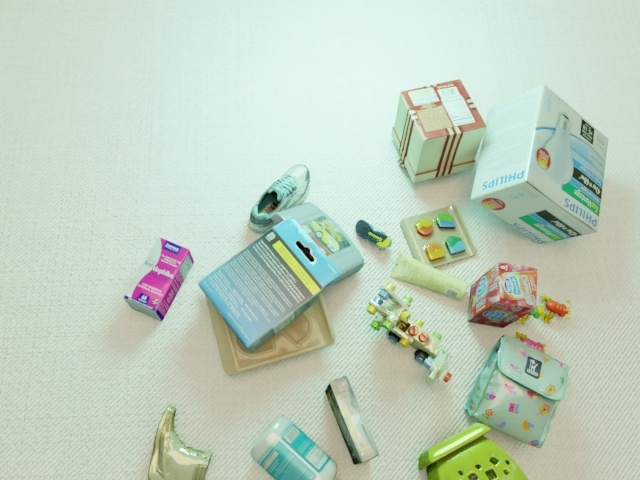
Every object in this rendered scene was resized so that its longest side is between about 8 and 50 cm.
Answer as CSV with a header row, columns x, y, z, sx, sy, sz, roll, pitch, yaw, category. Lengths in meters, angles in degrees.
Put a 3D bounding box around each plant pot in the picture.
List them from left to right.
x,y,z,sx,sy,sz,roll,pitch,yaw,category
0.403,0.642,1.680,0.228,0.227,0.207,-23,66,-12,plant pot

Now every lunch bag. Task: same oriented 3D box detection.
x,y,z,sx,sy,sz,roll,pitch,yaw,category
0.577,0.432,1.778,0.223,0.160,0.262,26,88,6,lunch bag

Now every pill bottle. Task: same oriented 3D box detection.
x,y,z,sx,sy,sz,roll,pitch,yaw,category
-0.056,0.626,1.692,0.264,0.146,0.146,40,72,12,pill bottle

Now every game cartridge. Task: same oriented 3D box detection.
x,y,z,sx,sy,sz,roll,pitch,yaw,category
0.000,0.000,1.941,0.294,0.060,0.196,48,34,15,game cartridge

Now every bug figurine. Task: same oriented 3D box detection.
x,y,z,sx,sy,sz,roll,pitch,yaw,category
0.693,0.287,1.889,0.216,0.072,0.279,19,67,-24,bug figurine

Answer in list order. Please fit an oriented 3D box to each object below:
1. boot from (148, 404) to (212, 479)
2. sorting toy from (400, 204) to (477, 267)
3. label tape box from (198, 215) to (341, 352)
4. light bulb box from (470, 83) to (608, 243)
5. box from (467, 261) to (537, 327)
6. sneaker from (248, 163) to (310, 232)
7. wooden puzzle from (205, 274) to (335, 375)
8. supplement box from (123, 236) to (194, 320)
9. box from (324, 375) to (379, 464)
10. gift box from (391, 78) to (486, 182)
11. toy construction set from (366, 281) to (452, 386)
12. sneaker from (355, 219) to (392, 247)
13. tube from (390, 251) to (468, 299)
x,y,z,sx,sy,sz,roll,pitch,yaw,category
-0.386,0.584,1.726,0.165,0.077,0.213,8,73,0,boot
0.394,-0.013,2.030,0.208,0.038,0.193,-17,71,-10,sorting toy
-0.148,0.128,1.820,0.348,0.115,0.249,-37,74,-14,label tape box
0.711,-0.233,1.965,0.358,0.225,0.361,28,66,-26,light bulb box
0.547,0.170,1.850,0.123,0.257,0.128,11,69,-2,box
-0.125,-0.149,2.005,0.110,0.122,0.283,34,70,9,sneaker
-0.161,0.221,1.887,0.348,0.080,0.322,-17,70,-5,wooden puzzle
-0.494,0.118,1.883,0.111,0.114,0.220,22,67,6,supplement box
0.085,0.512,1.727,0.056,0.183,0.231,-20,72,-11,box
0.392,-0.373,2.056,0.255,0.258,0.276,-9,59,-7,gift box
0.278,0.280,1.812,0.151,0.215,0.327,-36,75,-15,toy construction set
0.176,-0.018,2.014,0.144,0.059,0.053,37,102,27,sneaker
0.352,0.118,1.963,0.240,0.062,0.070,21,68,4,tube
